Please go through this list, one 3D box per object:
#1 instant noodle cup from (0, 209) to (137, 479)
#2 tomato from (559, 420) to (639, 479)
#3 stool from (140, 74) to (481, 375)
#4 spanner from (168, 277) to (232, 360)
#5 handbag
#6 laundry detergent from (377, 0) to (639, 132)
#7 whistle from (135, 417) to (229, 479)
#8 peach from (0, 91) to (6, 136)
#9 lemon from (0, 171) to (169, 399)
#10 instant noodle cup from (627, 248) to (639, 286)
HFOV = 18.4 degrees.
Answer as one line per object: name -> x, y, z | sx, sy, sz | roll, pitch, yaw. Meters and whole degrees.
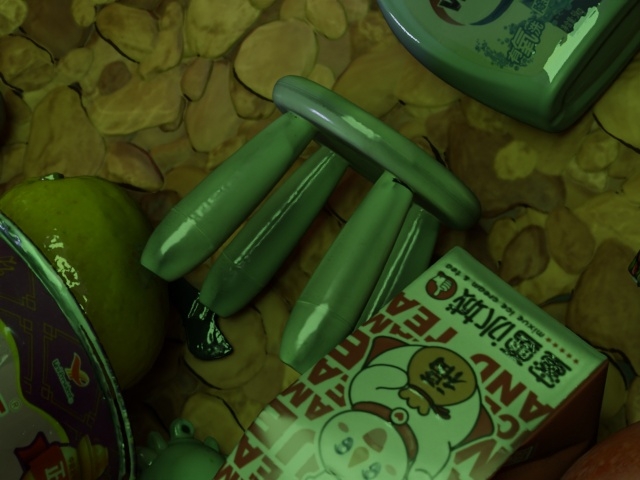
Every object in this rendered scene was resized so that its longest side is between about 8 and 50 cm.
instant noodle cup -> -0.347, 0.146, 1.511 | 0.266, 0.340, 0.340 | -33, 59, -33
tomato -> 0.276, 0.241, 1.344 | 0.265, 0.265, 0.265 | -6, 71, 17
stool -> 0.000, 0.000, 1.565 | 0.195, 0.195, 0.199 | 31, 85, 21
spanner -> -0.141, 0.027, 1.705 | 0.046, 0.012, 0.208 | -43, 64, 2
handbag -> 0.062, 0.165, 1.462 | 0.171, 0.151, 0.298 | 38, 62, 26
laundry detergent -> 0.143, -0.236, 1.645 | 0.280, 0.105, 0.215 | 39, 88, 27
whistle -> -0.102, 0.259, 1.571 | 0.092, 0.110, 0.244 | -28, 62, 44
peach -> -0.323, -0.112, 1.778 | 0.083, 0.083, 0.083 | -6, 71, 17
lemon -> -0.206, 0.041, 1.637 | 0.170, 0.170, 0.207 | -15, 77, 14
instant noodle cup -> 0.356, 0.011, 1.427 | 0.251, 0.251, 0.190 | 41, 98, 25
